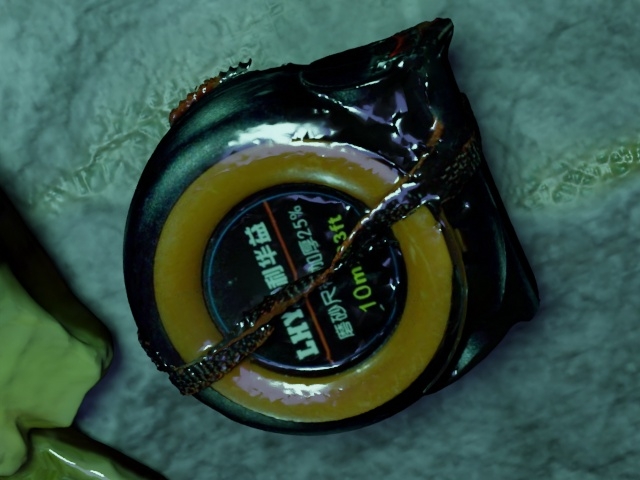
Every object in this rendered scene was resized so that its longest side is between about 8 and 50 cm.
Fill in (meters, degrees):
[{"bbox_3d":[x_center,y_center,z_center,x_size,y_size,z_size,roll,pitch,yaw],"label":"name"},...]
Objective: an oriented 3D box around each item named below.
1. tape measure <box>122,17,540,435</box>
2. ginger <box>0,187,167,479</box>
[{"bbox_3d":[0.000,0.000,0.843,0.223,0.135,0.202,-21,108,10],"label":"tape measure"},{"bbox_3d":[-0.280,0.130,0.833,0.358,0.211,0.413,-7,109,3],"label":"ginger"}]
